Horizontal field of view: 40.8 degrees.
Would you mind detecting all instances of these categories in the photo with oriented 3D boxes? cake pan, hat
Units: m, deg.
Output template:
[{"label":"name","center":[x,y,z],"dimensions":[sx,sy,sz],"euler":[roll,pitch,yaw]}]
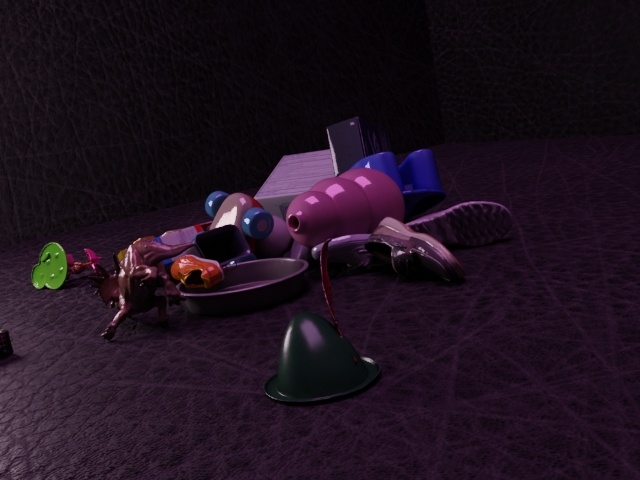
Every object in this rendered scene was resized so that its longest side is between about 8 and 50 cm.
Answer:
[{"label":"cake pan","center":[-0.166,0.099,1.864],"dimensions":[0.293,0.054,0.293],"euler":[-9,10,2]},{"label":"hat","center":[-0.016,0.115,1.254],"dimensions":[0.173,0.183,0.208],"euler":[-13,11,-15]}]

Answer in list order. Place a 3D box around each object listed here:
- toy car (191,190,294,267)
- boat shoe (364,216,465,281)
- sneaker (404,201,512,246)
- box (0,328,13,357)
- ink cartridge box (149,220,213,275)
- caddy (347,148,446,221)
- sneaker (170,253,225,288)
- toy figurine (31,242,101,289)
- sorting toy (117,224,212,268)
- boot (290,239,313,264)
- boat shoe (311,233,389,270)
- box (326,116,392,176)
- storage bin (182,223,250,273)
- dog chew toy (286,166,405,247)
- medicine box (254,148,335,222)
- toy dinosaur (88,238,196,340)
[{"label":"toy car","center":[-0.159,0.006,2.158],"dimensions":[0.238,0.210,0.219],"euler":[19,3,-40]},{"label":"boat shoe","center":[0.189,0.034,1.784],"dimensions":[0.092,0.103,0.285],"euler":[-43,34,-10]},{"label":"sneaker","center":[0.305,-0.038,2.021],"dimensions":[0.281,0.105,0.115],"euler":[-9,10,9]},{"label":"box","center":[-0.671,0.214,1.727],"dimensions":[0.062,0.052,0.083],"euler":[0,16,44]},{"label":"ink cartridge box","center":[-0.377,0.034,2.232],"dimensions":[0.231,0.078,0.134],"euler":[-21,-12,-46]},{"label":"caddy","center":[0.197,-0.122,2.357],"dimensions":[0.241,0.179,0.341],"euler":[-5,-10,-17]},{"label":"sneaker","center":[-0.275,0.068,1.822],"dimensions":[0.067,0.064,0.175],"euler":[-30,17,-35]},{"label":"toy figurine","center":[-0.705,0.079,2.444],"dimensions":[0.173,0.130,0.159],"euler":[-32,-18,33]},{"label":"sorting toy","center":[-0.446,0.030,2.347],"dimensions":[0.229,0.041,0.307],"euler":[-30,-6,23]},{"label":"boot","center":[0.000,0.000,2.150],"dimensions":[0.123,0.095,0.258],"euler":[20,32,-9]},{"label":"boat shoe","center":[0.096,0.030,1.923],"dimensions":[0.226,0.075,0.083],"euler":[-11,-18,-4]},{"label":"box","center":[0.120,-0.255,2.490],"dimensions":[0.108,0.153,0.207],"euler":[-15,-13,28]},{"label":"storage bin","center":[-0.236,0.036,1.912],"dimensions":[0.135,0.098,0.091],"euler":[-23,-12,-48]},{"label":"dog chew toy","center":[0.050,-0.063,2.035],"dimensions":[0.207,0.206,0.332],"euler":[-1,8,43]},{"label":"medicine box","center":[-0.017,-0.150,2.605],"dimensions":[0.264,0.149,0.289],"euler":[-6,30,24]},{"label":"toy dinosaur","center":[-0.376,0.073,1.758],"dimensions":[0.127,0.295,0.200],"euler":[13,35,-39]}]
